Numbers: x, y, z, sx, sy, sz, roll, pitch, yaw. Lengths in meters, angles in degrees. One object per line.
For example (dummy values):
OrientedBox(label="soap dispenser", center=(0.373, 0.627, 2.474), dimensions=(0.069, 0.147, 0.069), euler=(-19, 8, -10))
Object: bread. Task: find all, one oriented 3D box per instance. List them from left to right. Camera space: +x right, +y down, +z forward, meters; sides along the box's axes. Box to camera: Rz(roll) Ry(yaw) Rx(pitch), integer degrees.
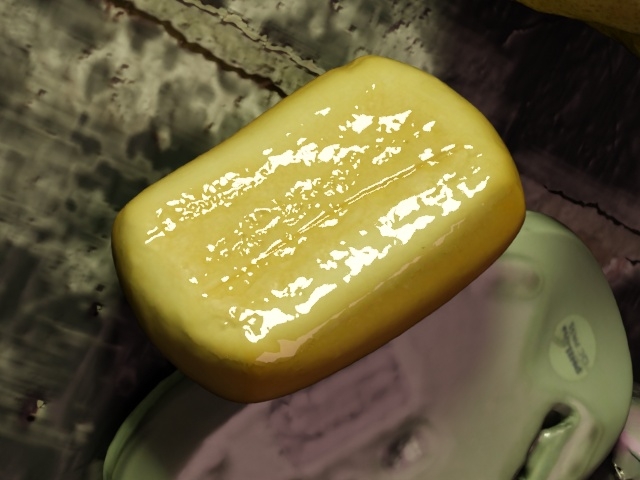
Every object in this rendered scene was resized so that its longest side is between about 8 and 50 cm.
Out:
OrientedBox(label="bread", center=(0.000, 0.000, 0.946), dimensions=(0.217, 0.147, 0.098), euler=(-31, 147, -17))

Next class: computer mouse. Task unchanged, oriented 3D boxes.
OrientedBox(label="computer mouse", center=(0.034, 0.107, 1.038), dimensions=(0.331, 0.095, 0.197), euler=(-27, 106, -14))

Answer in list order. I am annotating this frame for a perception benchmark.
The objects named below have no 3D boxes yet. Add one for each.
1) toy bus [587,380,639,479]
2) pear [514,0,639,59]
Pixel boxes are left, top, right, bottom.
OrientedBox(label="toy bus", center=(0.166, 0.252, 1.159), dimensions=(0.112, 0.138, 0.317), euler=(4, 107, -38))
OrientedBox(label="pear", center=(0.185, -0.206, 0.959), dimensions=(0.228, 0.188, 0.211), euler=(18, 100, -36))
